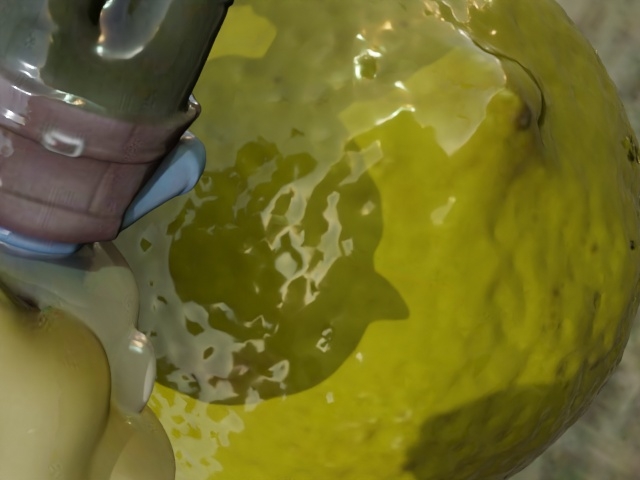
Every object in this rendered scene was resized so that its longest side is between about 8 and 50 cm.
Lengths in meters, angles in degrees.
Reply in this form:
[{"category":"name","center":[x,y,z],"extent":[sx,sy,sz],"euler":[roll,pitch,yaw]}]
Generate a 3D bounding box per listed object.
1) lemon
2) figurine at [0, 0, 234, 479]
[{"category":"lemon","center":[0.001,0.001,0.676],"extent":[0.267,0.267,0.267],"euler":[-58,0,0]},{"category":"figurine","center":[-0.085,-0.002,0.461],"extent":[0.108,0.114,0.196],"euler":[-134,61,-65]}]
